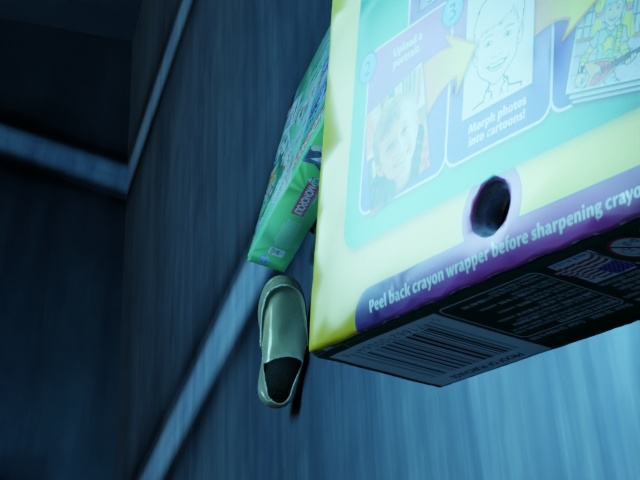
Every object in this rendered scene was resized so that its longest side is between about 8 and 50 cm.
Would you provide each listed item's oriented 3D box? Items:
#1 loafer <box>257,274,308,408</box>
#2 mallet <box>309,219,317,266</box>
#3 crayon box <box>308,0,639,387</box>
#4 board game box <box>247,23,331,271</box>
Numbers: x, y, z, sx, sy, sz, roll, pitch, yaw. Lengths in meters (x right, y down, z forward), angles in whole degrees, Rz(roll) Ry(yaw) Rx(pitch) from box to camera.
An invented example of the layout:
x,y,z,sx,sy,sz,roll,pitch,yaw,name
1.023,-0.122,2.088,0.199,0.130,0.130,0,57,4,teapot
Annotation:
x,y,z,sx,sy,sz,roll,pitch,yaw,name
-0.038,0.112,1.753,0.050,0.056,0.148,-142,51,-74,loafer
0.000,0.000,1.705,0.190,0.039,0.062,176,105,-81,mallet
0.136,-0.117,0.858,0.363,0.106,0.313,-27,53,54,crayon box
0.006,-0.127,1.638,0.317,0.046,0.213,123,163,-61,board game box
